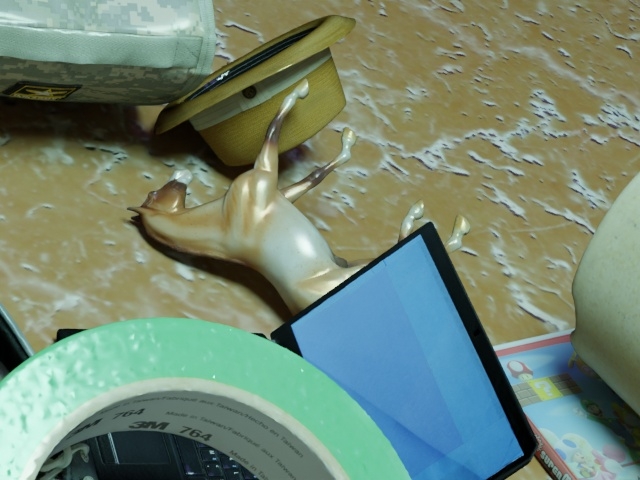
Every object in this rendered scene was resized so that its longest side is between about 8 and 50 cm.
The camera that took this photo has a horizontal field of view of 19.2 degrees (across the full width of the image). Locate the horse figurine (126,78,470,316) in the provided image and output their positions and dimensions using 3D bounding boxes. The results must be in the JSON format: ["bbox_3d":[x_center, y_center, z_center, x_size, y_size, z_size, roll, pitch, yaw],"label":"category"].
[{"bbox_3d":[0.000,0.000,1.492,0.263,0.066,0.174,42,75,7],"label":"horse figurine"}]

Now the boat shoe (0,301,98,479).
[{"bbox_3d":[-0.199,0.150,1.208,0.116,0.099,0.319,-4,46,-36],"label":"boat shoe"}]

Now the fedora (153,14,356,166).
[{"bbox_3d":[-0.044,-0.117,1.594,0.079,0.194,0.194,61,38,-12],"label":"fedora"}]

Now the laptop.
[{"bbox_3d":[-0.023,0.106,1.324,0.264,0.136,0.234,3,41,-25],"label":"laptop"}]

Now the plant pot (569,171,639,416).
[{"bbox_3d":[0.366,0.078,1.406,0.334,0.334,0.305,-15,40,-39],"label":"plant pot"}]

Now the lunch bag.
[{"bbox_3d":[-0.230,-0.202,1.545,0.235,0.169,0.287,4,28,-21],"label":"lunch bag"}]

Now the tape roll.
[{"bbox_3d":[-0.084,0.206,1.127,0.321,0.077,0.321,13,59,-22],"label":"tape roll"}]

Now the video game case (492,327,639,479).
[{"bbox_3d":[0.272,0.175,1.487,0.204,0.025,0.285,-10,47,-35],"label":"video game case"}]
